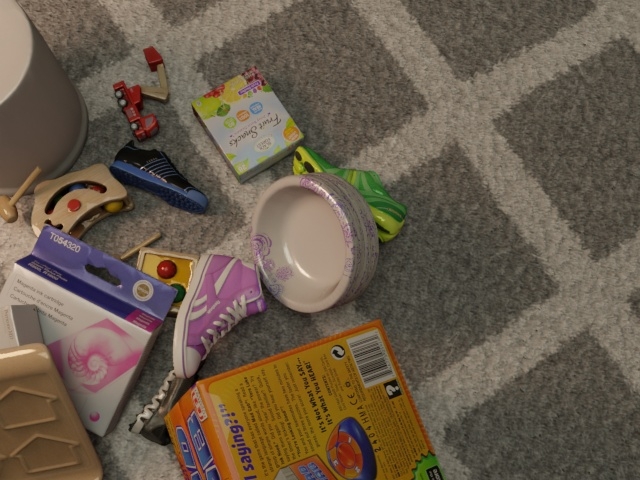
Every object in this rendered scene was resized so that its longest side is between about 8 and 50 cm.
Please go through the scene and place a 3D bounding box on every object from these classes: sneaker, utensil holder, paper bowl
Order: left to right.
[{"bbox_3d":[-0.682,-0.302,1.759,0.327,0.385,0.328,1,76,-2],"label":"utensil holder"},{"bbox_3d":[-0.342,-0.144,1.884,0.232,0.081,0.091,26,64,0],"label":"sneaker"},{"bbox_3d":[-0.286,0.322,1.767,0.106,0.078,0.234,36,79,2],"label":"sneaker"},{"bbox_3d":[-0.196,0.153,1.729,0.160,0.102,0.282,9,60,9],"label":"sneaker"},{"bbox_3d":[0.000,0.000,1.779,0.148,0.284,0.284,-13,70,-50],"label":"paper bowl"},{"bbox_3d":[0.061,-0.108,1.889,0.295,0.109,0.123,38,49,12],"label":"sneaker"}]

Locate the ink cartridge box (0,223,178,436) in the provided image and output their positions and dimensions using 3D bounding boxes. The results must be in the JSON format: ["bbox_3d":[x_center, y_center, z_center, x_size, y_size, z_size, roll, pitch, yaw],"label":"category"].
[{"bbox_3d":[-0.505,0.179,1.743,0.324,0.071,0.330,25,94,5],"label":"ink cartridge box"}]

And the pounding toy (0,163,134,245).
[{"bbox_3d":[-0.542,-0.068,1.818,0.269,0.155,0.154,-20,72,-7],"label":"pounding toy"}]

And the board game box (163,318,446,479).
[{"bbox_3d":[-0.038,0.401,1.559,0.356,0.356,0.357,-16,76,-25],"label":"board game box"}]

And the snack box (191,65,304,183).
[{"bbox_3d":[-0.163,-0.260,1.926,0.174,0.070,0.207,-33,80,-10],"label":"snack box"}]

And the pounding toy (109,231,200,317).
[{"bbox_3d":[-0.361,0.059,1.821,0.205,0.094,0.181,9,75,0],"label":"pounding toy"}]

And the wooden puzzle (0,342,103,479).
[{"bbox_3d":[-0.620,0.358,1.659,0.321,0.080,0.348,-11,119,1],"label":"wooden puzzle"}]

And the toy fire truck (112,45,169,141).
[{"bbox_3d":[-0.395,-0.333,1.950,0.135,0.047,0.192,-25,78,-9],"label":"toy fire truck"}]

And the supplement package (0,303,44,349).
[{"bbox_3d":[-0.648,0.196,1.672,0.179,0.105,0.105,-16,83,7],"label":"supplement package"}]
